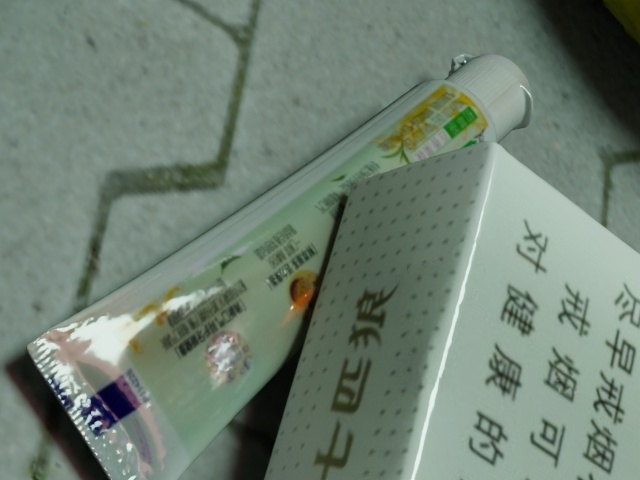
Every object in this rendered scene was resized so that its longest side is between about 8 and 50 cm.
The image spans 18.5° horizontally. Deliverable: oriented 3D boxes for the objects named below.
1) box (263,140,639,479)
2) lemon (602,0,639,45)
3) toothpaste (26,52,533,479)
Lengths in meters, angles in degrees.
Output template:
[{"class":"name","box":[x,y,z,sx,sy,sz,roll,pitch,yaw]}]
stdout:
[{"class":"box","box":[0.129,0.135,0.829,0.330,0.095,0.210,33,59,-30]},{"class":"lemon","box":[0.253,-0.209,1.037,0.316,0.285,0.285,27,44,9]},{"class":"toothpaste","box":[0.000,0.000,0.839,0.058,0.056,0.314,28,42,23]}]
